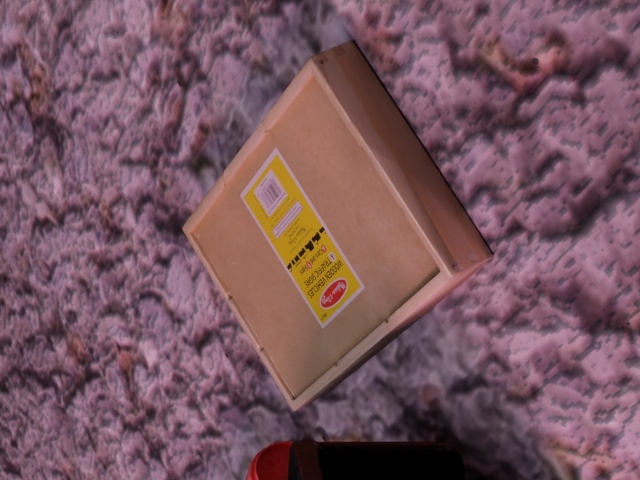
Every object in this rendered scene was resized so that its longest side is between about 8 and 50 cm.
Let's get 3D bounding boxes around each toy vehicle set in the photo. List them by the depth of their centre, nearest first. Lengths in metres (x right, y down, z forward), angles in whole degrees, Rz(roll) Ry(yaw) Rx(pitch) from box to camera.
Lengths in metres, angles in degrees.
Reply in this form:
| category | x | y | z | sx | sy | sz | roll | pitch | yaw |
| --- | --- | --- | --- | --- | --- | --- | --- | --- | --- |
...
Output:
| category | x | y | z | sx | sy | sz | roll | pitch | yaw |
| --- | --- | --- | --- | --- | --- | --- | --- | --- | --- |
| toy vehicle set | 0.000 | 0.000 | 1.111 | 0.166 | 0.035 | 0.267 | 58 | 148 | 9 |

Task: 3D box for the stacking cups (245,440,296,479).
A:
| category | x | y | z | sx | sy | sz | roll | pitch | yaw |
| --- | --- | --- | --- | --- | --- | --- | --- | --- | --- |
| stacking cups | -0.047 | 0.283 | 1.348 | 0.096 | 0.096 | 0.316 | 47 | 140 | 25 |

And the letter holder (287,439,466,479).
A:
| category | x | y | z | sx | sy | sz | roll | pitch | yaw |
| --- | --- | --- | --- | --- | --- | --- | --- | --- | --- |
| letter holder | 0.083 | 0.301 | 1.103 | 0.152 | 0.214 | 0.301 | -109 | 22 | -62 |
